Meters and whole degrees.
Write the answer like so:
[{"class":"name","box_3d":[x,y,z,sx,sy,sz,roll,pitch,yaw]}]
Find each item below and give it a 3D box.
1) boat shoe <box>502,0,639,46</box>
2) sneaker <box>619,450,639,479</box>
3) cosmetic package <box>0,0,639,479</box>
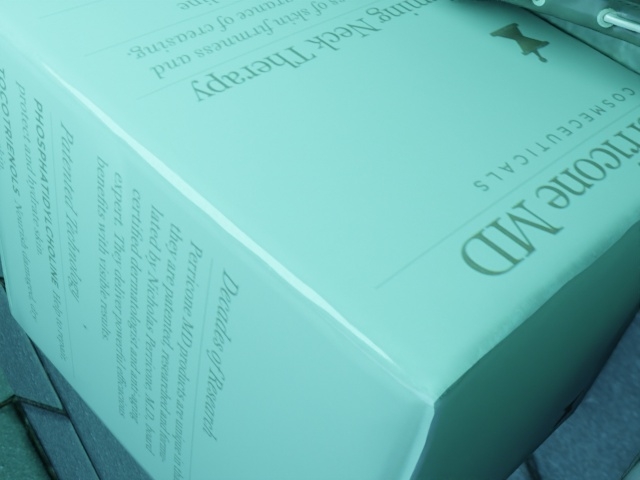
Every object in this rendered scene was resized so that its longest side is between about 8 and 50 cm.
[{"class":"boat shoe","box_3d":[0.136,-0.170,0.542,0.335,0.112,0.095,25,129,34]},{"class":"sneaker","box_3d":[0.292,0.205,0.631,0.148,0.131,0.350,32,144,23]},{"class":"cosmetic package","box_3d":[0.000,0.000,0.647,0.394,0.329,0.327,39,140,25]}]
